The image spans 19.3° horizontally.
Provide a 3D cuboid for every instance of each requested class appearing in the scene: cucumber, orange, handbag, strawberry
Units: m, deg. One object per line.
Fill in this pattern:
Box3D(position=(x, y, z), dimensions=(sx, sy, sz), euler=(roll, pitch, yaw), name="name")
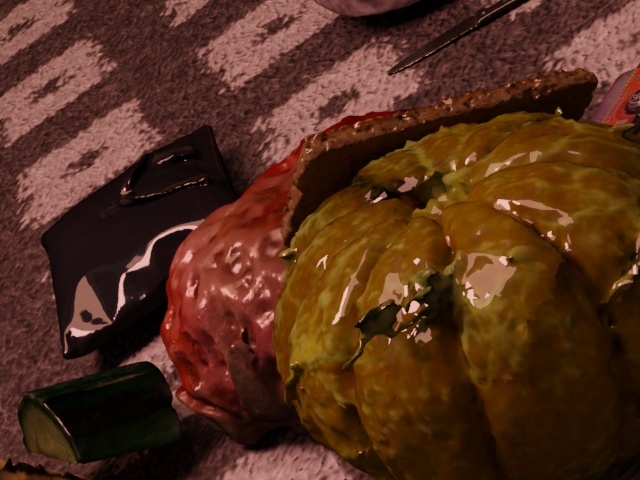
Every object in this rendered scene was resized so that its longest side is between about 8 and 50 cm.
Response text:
Box3D(position=(-0.172, 0.136, 1.484), dimensions=(0.115, 0.062, 0.116), euler=(-15, 5, -29), name="cucumber")
Box3D(position=(0.108, 0.050, 1.216), dimensions=(0.300, 0.223, 0.301), euler=(-29, 25, -18), name="orange")
Box3D(position=(-0.162, -0.008, 1.728), dimensions=(0.211, 0.089, 0.254), euler=(-36, 25, 4), name="handbag")
Box3D(position=(0.000, 0.000, 1.480), dimensions=(0.265, 0.149, 0.336), euler=(-13, 34, 37), name="strawberry")

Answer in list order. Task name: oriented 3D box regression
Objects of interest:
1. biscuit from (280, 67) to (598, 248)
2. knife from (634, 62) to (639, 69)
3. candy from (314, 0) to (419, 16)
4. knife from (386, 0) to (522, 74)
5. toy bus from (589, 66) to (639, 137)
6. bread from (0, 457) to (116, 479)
Box3D(position=(0.081, -0.059, 1.333), dimensions=(0.231, 0.131, 0.025), euler=(-15, 61, -20), name="biscuit")
Box3D(position=(0.284, -0.154, 1.546), dimensions=(0.028, 0.015, 0.210), euler=(13, 54, 47), name="knife")
Box3D(position=(0.093, -0.337, 1.877), dimensions=(0.289, 0.157, 0.214), euler=(-29, 43, -2), name="candy")
Box3D(position=(0.135, -0.201, 1.779), dimensions=(0.170, 0.010, 0.023), euler=(-30, 29, 13), name="knife")
Box3D(position=(0.224, -0.054, 1.414), dimensions=(0.077, 0.065, 0.192), euler=(-16, 32, 51), name="toy bus")
Box3D(position=(-0.297, 0.186, 1.421), dimensions=(0.263, 0.236, 0.198), euler=(-5, 41, 41), name="bread")
